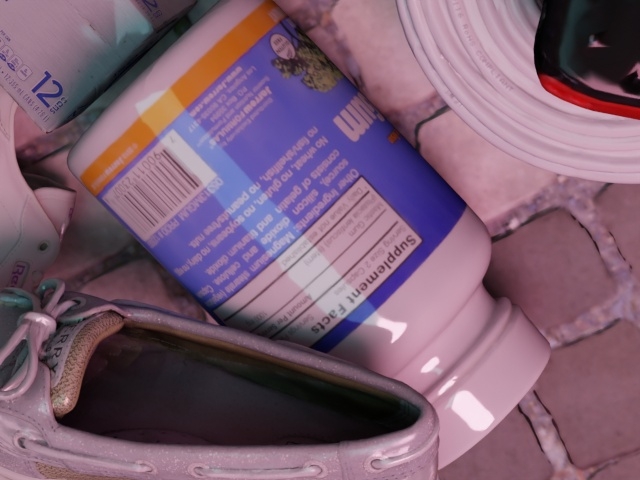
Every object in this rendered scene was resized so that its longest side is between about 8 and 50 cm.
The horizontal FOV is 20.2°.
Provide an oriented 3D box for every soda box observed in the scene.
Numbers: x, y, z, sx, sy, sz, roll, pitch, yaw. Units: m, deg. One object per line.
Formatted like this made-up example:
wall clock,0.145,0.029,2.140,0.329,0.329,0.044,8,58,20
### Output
soda box,-0.207,-0.205,1.029,0.098,0.091,0.286,-41,95,21

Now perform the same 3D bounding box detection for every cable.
cable,0.167,-0.157,0.969,0.257,0.089,0.257,25,110,3

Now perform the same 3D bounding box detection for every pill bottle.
pill bottle,0.000,0.000,1.020,0.272,0.152,0.152,46,110,-6

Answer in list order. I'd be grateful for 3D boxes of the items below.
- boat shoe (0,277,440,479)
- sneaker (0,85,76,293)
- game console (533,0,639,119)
boat shoe,-0.088,0.080,0.948,0.320,0.118,0.103,17,139,16
sneaker,-0.212,0.037,1.079,0.152,0.114,0.305,-10,110,-24
game console,0.307,-0.226,0.881,0.342,0.060,0.386,12,97,-1
